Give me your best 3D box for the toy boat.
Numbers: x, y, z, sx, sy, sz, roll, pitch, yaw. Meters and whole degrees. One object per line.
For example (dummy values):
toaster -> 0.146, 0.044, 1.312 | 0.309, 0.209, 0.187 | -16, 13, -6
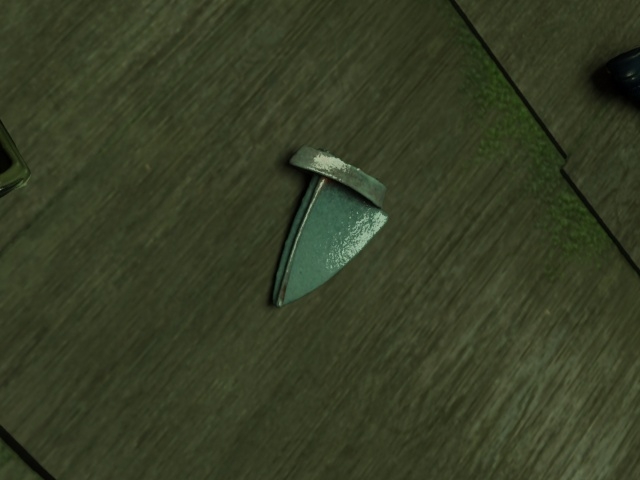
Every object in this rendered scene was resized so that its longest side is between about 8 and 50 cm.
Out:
toy boat -> 0.000, 0.001, 1.162 | 0.096, 0.034, 0.122 | 26, 78, -30

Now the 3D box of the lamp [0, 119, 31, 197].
lamp -> -0.306, -0.083, 0.858 | 0.283, 0.203, 0.124 | 33, 85, -31

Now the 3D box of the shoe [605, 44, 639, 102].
shoe -> 0.334, -0.119, 1.370 | 0.207, 0.091, 0.106 | 18, 68, -36
